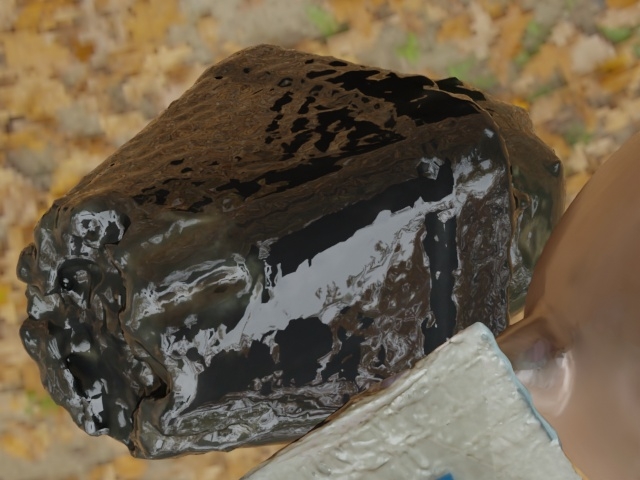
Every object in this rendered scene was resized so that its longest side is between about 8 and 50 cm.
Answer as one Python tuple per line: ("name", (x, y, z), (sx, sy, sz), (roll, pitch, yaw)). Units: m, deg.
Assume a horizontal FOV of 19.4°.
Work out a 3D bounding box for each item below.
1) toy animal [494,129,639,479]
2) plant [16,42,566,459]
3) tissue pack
("toy animal", (0.164, -0.020, 0.523), (0.250, 0.166, 0.154), (-53, 158, 16))
("plant", (0.000, 0.000, 0.778), (0.256, 0.164, 0.141), (-20, 119, -45))
("tissue pack", (0.022, 0.074, 0.429), (0.074, 0.058, 0.094), (-30, 155, -14))
